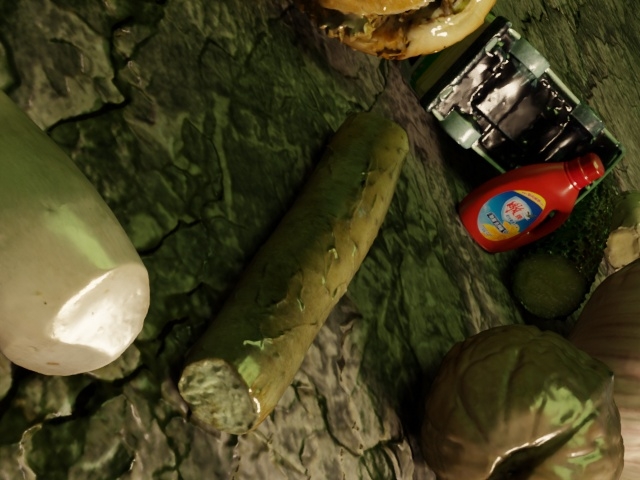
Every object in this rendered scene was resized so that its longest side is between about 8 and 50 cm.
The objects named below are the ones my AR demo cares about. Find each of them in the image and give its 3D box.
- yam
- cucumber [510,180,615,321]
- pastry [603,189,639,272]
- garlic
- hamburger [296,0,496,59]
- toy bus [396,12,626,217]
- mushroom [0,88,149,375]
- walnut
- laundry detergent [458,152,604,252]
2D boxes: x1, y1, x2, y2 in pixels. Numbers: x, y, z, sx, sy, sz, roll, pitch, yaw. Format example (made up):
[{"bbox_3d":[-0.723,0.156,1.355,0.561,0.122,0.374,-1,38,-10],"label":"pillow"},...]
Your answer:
[{"bbox_3d":[0.000,0.000,0.643,0.083,0.083,0.372,50,38,-18],"label":"yam"},{"bbox_3d":[0.340,-0.006,1.069,0.096,0.096,0.359,60,33,-5],"label":"cucumber"},{"bbox_3d":[0.510,0.001,1.278,0.165,0.088,0.166,27,52,-41],"label":"pastry"},{"bbox_3d":[0.406,0.160,0.886,0.317,0.259,0.318,15,72,-57],"label":"garlic"},{"bbox_3d":[0.062,-0.317,0.784,0.211,0.245,0.261,50,56,-52],"label":"hamburger"},{"bbox_3d":[0.227,-0.162,0.959,0.276,0.133,0.165,33,19,-37],"label":"toy bus"},{"bbox_3d":[-0.171,-0.024,0.421,0.088,0.097,0.213,-29,92,-44],"label":"mushroom"},{"bbox_3d":[0.182,0.157,0.702,0.230,0.178,0.178,-17,82,-60],"label":"walnut"},{"bbox_3d":[0.246,-0.045,0.901,0.097,0.165,0.049,44,38,-24],"label":"laundry detergent"}]
